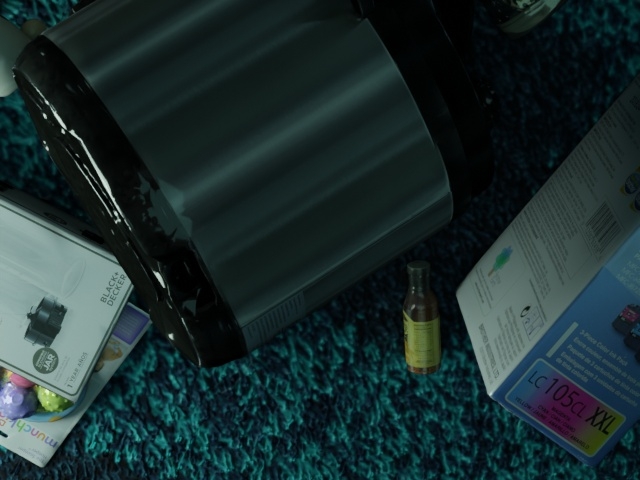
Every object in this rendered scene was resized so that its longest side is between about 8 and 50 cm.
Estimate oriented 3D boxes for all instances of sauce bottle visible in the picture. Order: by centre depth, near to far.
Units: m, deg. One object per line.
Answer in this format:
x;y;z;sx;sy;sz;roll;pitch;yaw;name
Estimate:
0.113;0.085;1.937;0.042;0.042;0.128;-4;109;-1;sauce bottle

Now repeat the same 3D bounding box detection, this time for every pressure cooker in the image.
-0.032;-0.123;1.659;0.420;0.370;0.375;-32;112;-9;pressure cooker

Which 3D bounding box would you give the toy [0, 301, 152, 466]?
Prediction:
-0.307;0.146;1.934;0.137;0.056;0.237;33;107;-13;toy

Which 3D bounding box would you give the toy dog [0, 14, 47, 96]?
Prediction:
-0.362;-0.319;1.697;0.161;0.220;0.334;-37;120;-22;toy dog

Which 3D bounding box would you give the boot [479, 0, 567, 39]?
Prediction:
0.219;-0.340;1.750;0.178;0.085;0.236;42;105;-14;boot

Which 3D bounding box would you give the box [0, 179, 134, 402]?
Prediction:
-0.346;0.028;1.837;0.290;0.087;0.169;26;100;-4;box

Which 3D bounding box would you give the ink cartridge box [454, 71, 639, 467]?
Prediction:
0.329;-0.003;1.787;0.151;0.270;0.395;33;107;-16;ink cartridge box
